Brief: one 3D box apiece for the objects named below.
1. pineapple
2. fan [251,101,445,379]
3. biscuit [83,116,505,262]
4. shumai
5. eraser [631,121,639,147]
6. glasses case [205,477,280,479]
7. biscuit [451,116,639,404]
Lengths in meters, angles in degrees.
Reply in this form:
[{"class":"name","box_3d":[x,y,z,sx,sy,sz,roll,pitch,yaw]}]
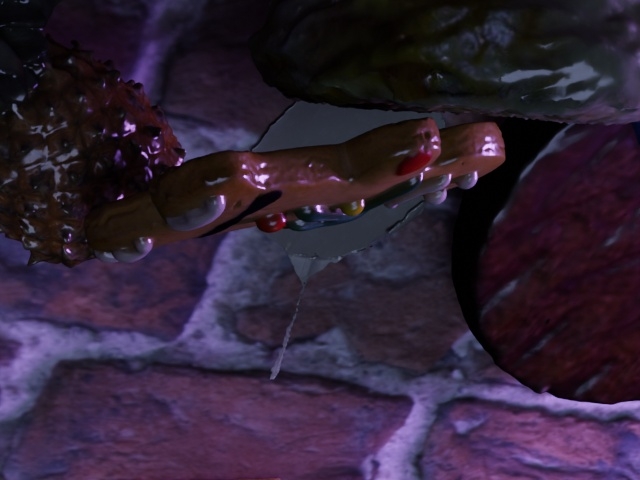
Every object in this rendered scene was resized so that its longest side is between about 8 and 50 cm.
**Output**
[{"class":"pineapple","box_3d":[-0.229,-0.134,1.104,0.165,0.165,0.364,-29,131,6]},{"class":"fan","box_3d":[0.000,-0.001,1.392,0.182,0.010,0.310,6,124,-24]},{"class":"biscuit","box_3d":[0.002,-0.036,1.114,0.301,0.049,0.197,-11,175,-34]},{"class":"shumai","box_3d":[0.109,-0.216,1.146,0.309,0.304,0.263,4,97,5]},{"class":"eraser","box_3d":[0.291,-0.153,1.243,0.144,0.042,0.312,-22,102,-1]},{"class":"glasses case","box_3d":[-0.121,0.263,1.557,0.170,0.041,0.064,2,128,-20]},{"class":"biscuit","box_3d":[0.304,-0.024,1.433,0.407,0.091,0.407,-11,133,-12]}]
